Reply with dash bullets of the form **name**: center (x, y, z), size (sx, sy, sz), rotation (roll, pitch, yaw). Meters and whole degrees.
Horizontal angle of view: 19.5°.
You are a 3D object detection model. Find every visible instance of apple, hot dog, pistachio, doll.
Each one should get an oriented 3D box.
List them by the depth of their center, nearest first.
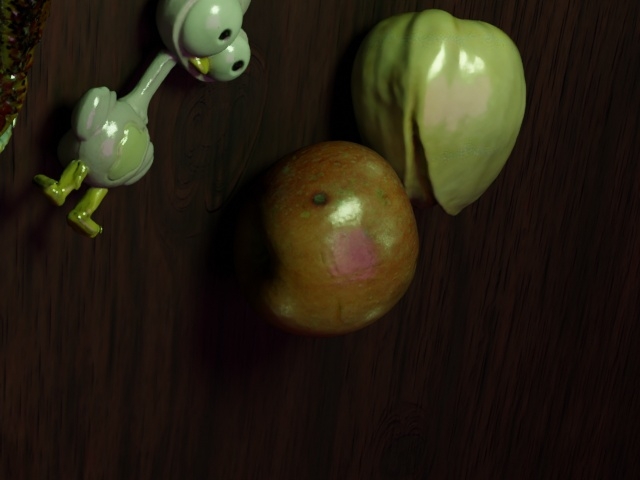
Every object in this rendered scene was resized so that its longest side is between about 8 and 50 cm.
- **hot dog**: center (-0.361, -0.200, 1.944), size (0.163, 0.082, 0.270), rotation (-11, 126, -41)
- **doll**: center (-0.190, -0.175, 2.141), size (0.365, 0.094, 0.160), rotation (-48, 145, -9)
- **apple**: center (0.000, 0.000, 2.366), size (0.253, 0.253, 0.253), rotation (-28, 135, -32)
- **pistachio**: center (0.152, -0.171, 2.425), size (0.321, 0.229, 0.238), rotation (83, 23, -52)
